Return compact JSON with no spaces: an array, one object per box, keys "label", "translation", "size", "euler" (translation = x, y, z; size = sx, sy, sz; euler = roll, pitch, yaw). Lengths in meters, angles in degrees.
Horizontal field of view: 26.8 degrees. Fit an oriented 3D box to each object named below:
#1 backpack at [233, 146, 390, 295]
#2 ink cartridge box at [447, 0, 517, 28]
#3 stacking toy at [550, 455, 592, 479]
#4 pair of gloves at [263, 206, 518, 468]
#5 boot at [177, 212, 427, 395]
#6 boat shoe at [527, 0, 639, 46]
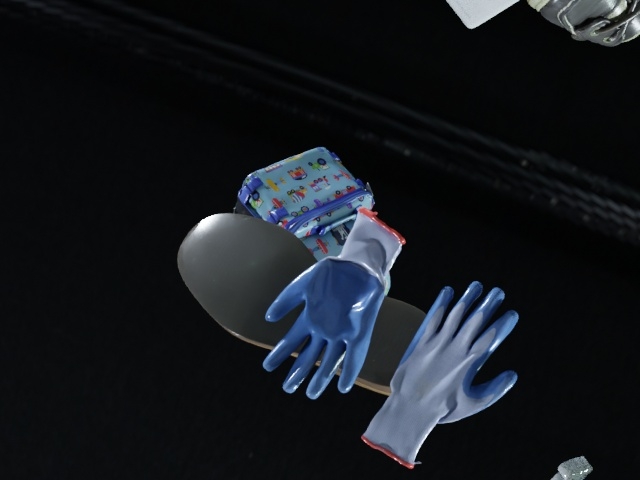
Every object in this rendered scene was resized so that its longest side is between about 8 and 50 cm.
[{"label":"backpack","translation":[0.000,0.000,1.500],"size":[0.158,0.117,0.173],"euler":[-20,-124,-31]},{"label":"ink cartridge box","translation":[0.238,-0.471,1.591],"size":[0.308,0.385,0.091],"euler":[50,-141,-14]},{"label":"stacking toy","translation":[0.367,0.294,1.434],"size":[0.221,0.052,0.167],"euler":[-9,-131,-32]},{"label":"pair of gloves","translation":[0.054,0.077,1.040],"size":[0.198,0.023,0.159],"euler":[34,-86,22]},{"label":"boot","translation":[-0.008,0.074,1.282],"size":[0.305,0.115,0.112],"euler":[28,-101,29]},{"label":"boat shoe","translation":[0.210,-0.180,0.978],"size":[0.073,0.080,0.223],"euler":[45,-161,7]}]
